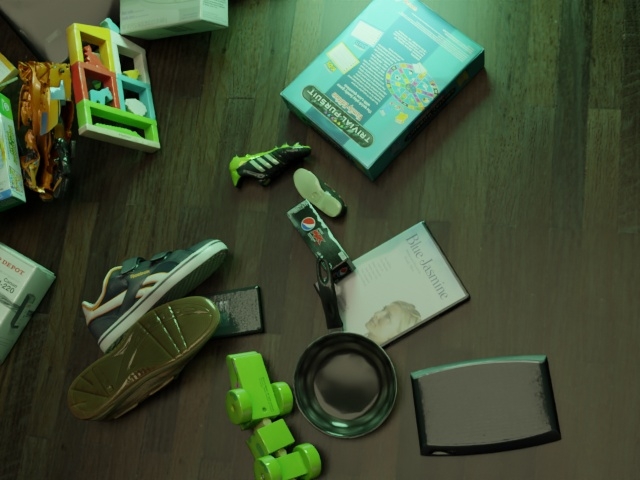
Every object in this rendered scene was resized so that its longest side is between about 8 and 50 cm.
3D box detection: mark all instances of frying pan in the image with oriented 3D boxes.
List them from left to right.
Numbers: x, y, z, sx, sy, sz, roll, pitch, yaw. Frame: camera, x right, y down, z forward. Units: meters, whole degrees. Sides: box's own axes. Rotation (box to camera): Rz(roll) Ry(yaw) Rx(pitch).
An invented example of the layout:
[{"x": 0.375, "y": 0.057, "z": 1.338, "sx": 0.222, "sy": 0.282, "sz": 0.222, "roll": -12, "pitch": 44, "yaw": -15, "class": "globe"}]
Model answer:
[{"x": 0.013, "y": 0.215, "z": 1.681, "sx": 0.197, "sy": 0.053, "sz": 0.326, "roll": -33, "pitch": 78, "yaw": 9, "class": "frying pan"}]

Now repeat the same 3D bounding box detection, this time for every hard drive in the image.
[{"x": -0.182, "y": 0.146, "z": 1.778, "sx": 0.135, "sy": 0.022, "sz": 0.094, "roll": -10, "pitch": 72, "yaw": 9, "class": "hard drive"}, {"x": 0.296, "y": 0.297, "z": 1.619, "sx": 0.254, "sy": 0.054, "sz": 0.172, "roll": -9, "pitch": 72, "yaw": 9, "class": "hard drive"}]

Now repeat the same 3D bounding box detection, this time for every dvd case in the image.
[{"x": 0.136, "y": 0.098, "z": 1.727, "sx": 0.253, "sy": 0.022, "sz": 0.180, "roll": -30, "pitch": 70, "yaw": 2, "class": "dvd case"}]

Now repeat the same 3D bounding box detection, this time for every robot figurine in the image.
[{"x": -0.579, "y": -0.225, "z": 1.864, "sx": 0.211, "sy": 0.085, "sz": 0.291, "roll": 15, "pitch": 103, "yaw": 52, "class": "robot figurine"}]

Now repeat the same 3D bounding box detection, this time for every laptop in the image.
[{"x": -0.591, "y": -0.647, "z": 2.095, "sx": 0.382, "sy": 0.236, "sz": 0.408, "roll": -40, "pitch": 99, "yaw": -1, "class": "laptop"}]

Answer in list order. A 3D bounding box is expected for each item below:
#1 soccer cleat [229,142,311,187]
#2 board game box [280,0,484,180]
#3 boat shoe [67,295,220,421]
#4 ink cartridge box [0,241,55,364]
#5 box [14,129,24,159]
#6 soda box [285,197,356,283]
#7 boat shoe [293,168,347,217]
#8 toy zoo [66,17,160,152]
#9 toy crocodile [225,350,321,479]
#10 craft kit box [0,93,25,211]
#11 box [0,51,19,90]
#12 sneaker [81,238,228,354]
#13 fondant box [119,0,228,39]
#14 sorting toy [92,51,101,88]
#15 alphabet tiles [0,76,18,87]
[{"x": -0.101, "y": -0.153, "z": 1.834, "sx": 0.179, "sy": 0.060, "sz": 0.072, "roll": -12, "pitch": 82, "yaw": 15, "class": "soccer cleat"}, {"x": 0.127, "y": -0.328, "z": 1.822, "sx": 0.336, "sy": 0.079, "sz": 0.254, "roll": -46, "pitch": 71, "yaw": -3, "class": "board game box"}, {"x": -0.330, "y": 0.231, "z": 1.739, "sx": 0.341, "sy": 0.110, "sz": 0.122, "roll": -35, "pitch": 62, "yaw": 4, "class": "boat shoe"}, {"x": -0.680, "y": 0.121, "z": 1.852, "sx": 0.158, "sy": 0.092, "sz": 0.218, "roll": 27, "pitch": 79, "yaw": 17, "class": "ink cartridge box"}, {"x": -0.752, "y": -0.209, "z": 1.962, "sx": 0.158, "sy": 0.093, "sz": 0.156, "roll": -26, "pitch": 71, "yaw": 2, "class": "box"}, {"x": 0.000, "y": 0.000, "z": 1.752, "sx": 0.053, "sy": 0.060, "sz": 0.169, "roll": -35, "pitch": 61, "yaw": 1, "class": "soda box"}, {"x": -0.002, "y": -0.094, "z": 1.802, "sx": 0.133, "sy": 0.042, "sz": 0.049, "roll": 43, "pitch": 106, "yaw": 19, "class": "boat shoe"}, {"x": -0.439, "y": -0.338, "z": 1.887, "sx": 0.030, "sy": 0.192, "sz": 0.293, "roll": -25, "pitch": 69, "yaw": 34, "class": "toy zoo"}, {"x": -0.098, "y": 0.365, "z": 1.661, "sx": 0.115, "sy": 0.105, "sz": 0.340, "roll": -10, "pitch": 65, "yaw": -35, "class": "toy crocodile"}, {"x": -0.750, "y": -0.155, "z": 1.862, "sx": 0.250, "sy": 0.061, "sz": 0.247, "roll": -18, "pitch": 74, "yaw": 12, "class": "craft kit box"}, {"x": -0.764, "y": -0.366, "z": 2.044, "sx": 0.136, "sy": 0.028, "sz": 0.081, "roll": -45, "pitch": 71, "yaw": -1, "class": "box"}, {"x": -0.338, "y": 0.079, "z": 1.775, "sx": 0.321, "sy": 0.126, "sz": 0.127, "roll": -39, "pitch": 76, "yaw": 0, "class": "sneaker"}, {"x": -0.315, "y": -0.608, "z": 1.898, "sx": 0.238, "sy": 0.096, "sz": 0.330, "roll": 0, "pitch": 91, "yaw": 34, "class": "fondant box"}, {"x": -0.500, "y": -0.378, "z": 2.000, "sx": 0.062, "sy": 0.012, "sz": 0.083, "roll": 16, "pitch": 75, "yaw": 11, "class": "sorting toy"}, {"x": -0.787, "y": -0.293, "z": 1.927, "sx": 0.237, "sy": 0.198, "sz": 0.009, "roll": -21, "pitch": 108, "yaw": 5, "class": "alphabet tiles"}]
